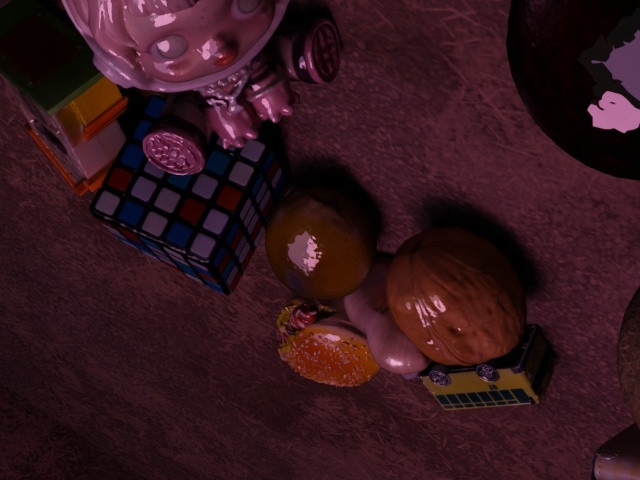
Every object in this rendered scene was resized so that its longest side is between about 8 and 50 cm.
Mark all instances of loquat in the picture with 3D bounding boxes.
[{"bbox_3d":[0.000,0.000,1.900,0.152,0.152,0.195,24,144,17],"label":"loquat"}]

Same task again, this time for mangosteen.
[{"bbox_3d":[0.270,-0.212,1.113,0.347,0.307,0.307,55,163,26],"label":"mangosteen"}]

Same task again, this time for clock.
[{"bbox_3d":[-0.338,-0.174,1.942,0.220,0.106,0.255,39,162,35],"label":"clock"}]

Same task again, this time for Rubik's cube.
[{"bbox_3d":[-0.167,-0.058,1.879,0.182,0.184,0.187,26,172,12],"label":"Rubik's cube"}]

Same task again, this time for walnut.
[{"bbox_3d":[0.169,0.070,1.813,0.165,0.165,0.197,-4,135,50],"label":"walnut"}]

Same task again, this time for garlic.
[{"bbox_3d":[0.102,0.102,1.959,0.099,0.124,0.174,82,170,-53],"label":"garlic"}]

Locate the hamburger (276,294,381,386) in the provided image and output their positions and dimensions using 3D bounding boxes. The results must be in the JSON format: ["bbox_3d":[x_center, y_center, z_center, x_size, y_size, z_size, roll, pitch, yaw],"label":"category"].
[{"bbox_3d":[0.015,0.151,2.157,0.173,0.116,0.210,29,153,3],"label":"hamburger"}]

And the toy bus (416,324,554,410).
[{"bbox_3d":[0.232,0.177,1.975,0.175,0.088,0.101,-10,127,41],"label":"toy bus"}]

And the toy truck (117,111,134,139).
[{"bbox_3d":[-0.292,-0.154,2.068,0.044,0.039,0.083,53,150,-2],"label":"toy truck"}]

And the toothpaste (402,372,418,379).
[{"bbox_3d":[0.162,0.147,2.080,0.067,0.043,0.194,33,146,-1],"label":"toothpaste"}]

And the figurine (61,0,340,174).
[{"bbox_3d":[-0.150,-0.249,1.542,0.211,0.253,0.361,37,166,31],"label":"figurine"}]

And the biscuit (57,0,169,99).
[{"bbox_3d":[-0.231,-0.238,1.857,0.260,0.041,0.203,36,153,-3],"label":"biscuit"}]

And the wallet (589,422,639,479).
[{"bbox_3d":[0.511,0.261,1.710,0.309,0.223,0.077,10,121,44],"label":"wallet"}]

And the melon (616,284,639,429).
[{"bbox_3d":[0.443,0.137,1.538,0.248,0.248,0.329,19,152,25],"label":"melon"}]
